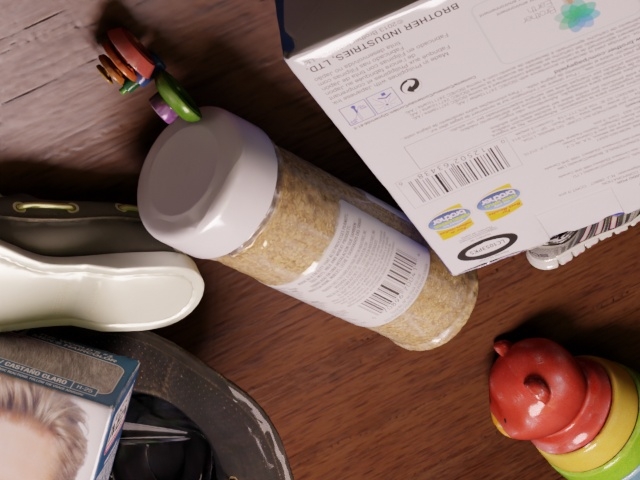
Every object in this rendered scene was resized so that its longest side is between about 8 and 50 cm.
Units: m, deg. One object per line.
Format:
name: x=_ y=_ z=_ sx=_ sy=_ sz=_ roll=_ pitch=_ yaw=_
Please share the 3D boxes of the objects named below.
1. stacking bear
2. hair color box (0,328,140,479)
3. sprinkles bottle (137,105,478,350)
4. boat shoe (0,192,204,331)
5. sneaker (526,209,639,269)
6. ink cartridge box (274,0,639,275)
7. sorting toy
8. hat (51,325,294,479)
stacking bear: x=0.305 y=0.207 z=1.550 sx=0.289 sy=0.175 sz=0.164 roll=32 pitch=110 yaw=-36
hair color box: x=-0.288 y=0.249 z=1.155 sx=0.174 sy=0.105 sz=0.347 roll=17 pitch=108 yaw=1
sprinkles bottle: x=0.000 y=0.000 z=1.197 sx=0.121 sy=0.121 sz=0.355 roll=-47 pitch=137 yaw=15
boat shoe: x=-0.249 y=0.013 z=1.100 sx=0.305 sy=0.091 sz=0.109 roll=5 pitch=133 yaw=-28
sneaker: x=0.278 y=-0.038 z=1.375 sx=0.170 sy=0.063 sz=0.075 roll=-35 pitch=143 yaw=9
ink cartridge box: x=0.168 y=-0.130 z=1.116 sx=0.270 sy=0.151 sz=0.395 roll=-21 pitch=138 yaw=19
sorting toy: x=-0.143 y=-0.125 z=1.061 sx=0.042 sy=0.061 sz=0.102 roll=-39 pitch=113 yaw=7
hat: x=-0.161 y=0.204 z=1.265 sx=0.331 sy=0.134 sz=0.331 roll=4 pitch=115 yaw=10
